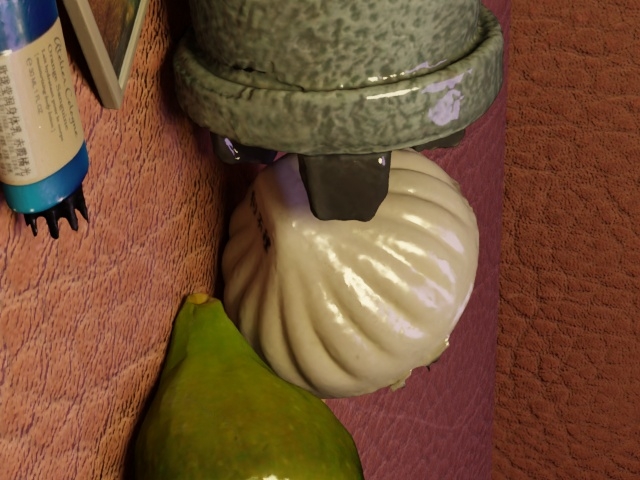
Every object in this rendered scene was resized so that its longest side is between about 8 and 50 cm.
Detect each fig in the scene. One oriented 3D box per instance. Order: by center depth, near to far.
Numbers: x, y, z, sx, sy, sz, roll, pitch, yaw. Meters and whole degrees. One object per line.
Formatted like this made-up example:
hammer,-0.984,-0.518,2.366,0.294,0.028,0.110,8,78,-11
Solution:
fig,-0.081,0.173,1.098,0.275,0.206,0.206,67,5,25

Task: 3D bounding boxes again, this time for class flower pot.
flower pot,0.018,-0.192,1.072,0.299,0.299,0.283,-57,148,-55

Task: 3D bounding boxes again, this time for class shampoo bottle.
shampoo bottle,-0.187,-0.087,0.828,0.087,0.050,0.183,-71,159,-55

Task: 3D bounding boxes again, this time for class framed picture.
framed picture,-0.137,-0.245,0.930,0.184,0.016,0.250,88,12,-70

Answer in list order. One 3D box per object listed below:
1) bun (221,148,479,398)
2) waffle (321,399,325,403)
bun,0.000,0.000,1.171,0.175,0.263,0.263,42,53,-44
waffle,-0.053,0.213,1.339,0.248,0.055,0.221,-30,124,-69
